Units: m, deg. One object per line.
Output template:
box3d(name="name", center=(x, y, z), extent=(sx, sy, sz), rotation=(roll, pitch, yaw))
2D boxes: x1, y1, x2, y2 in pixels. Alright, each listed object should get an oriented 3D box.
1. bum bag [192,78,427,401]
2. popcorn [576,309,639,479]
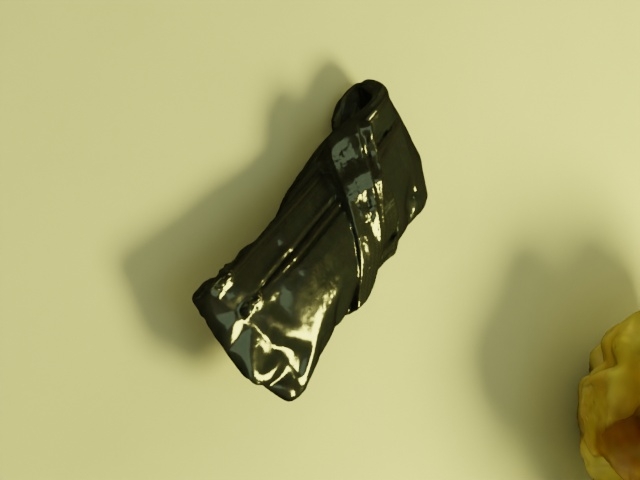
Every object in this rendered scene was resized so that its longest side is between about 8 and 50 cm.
box3d(name="bum bag", center=(0.000, 0.000, 1.315), extent=(0.248, 0.060, 0.123), rotation=(-49, 128, -29))
box3d(name="popcorn", center=(0.357, 0.183, 1.553), extent=(0.225, 0.265, 0.332), rotation=(-49, 139, -35))
